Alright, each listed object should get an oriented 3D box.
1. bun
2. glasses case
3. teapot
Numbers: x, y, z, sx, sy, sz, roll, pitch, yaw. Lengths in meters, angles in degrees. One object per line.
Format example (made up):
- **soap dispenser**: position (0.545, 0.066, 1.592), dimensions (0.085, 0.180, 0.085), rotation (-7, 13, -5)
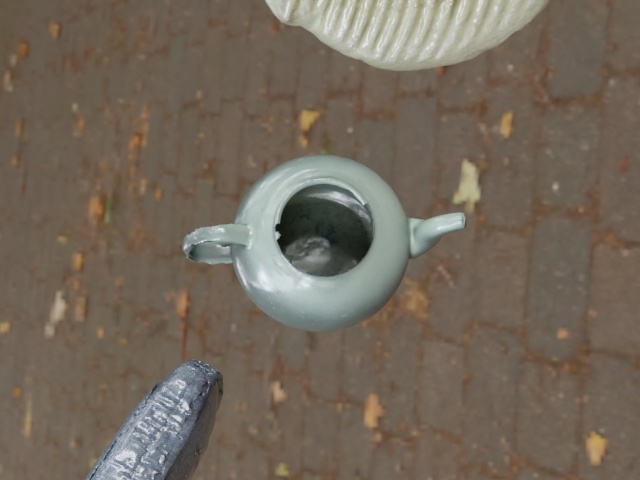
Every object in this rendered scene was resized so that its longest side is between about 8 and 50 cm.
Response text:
- **bun**: position (0.109, -0.372, 1.504), dimensions (0.365, 0.365, 0.219), rotation (123, 164, -45)
- **glasses case**: position (-0.153, 0.208, 0.937), dimensions (0.282, 0.067, 0.109), rotation (-56, -10, -31)
- **teapot**: position (0.000, 0.000, 1.370), dimensions (0.129, 0.294, 0.193), rotation (105, 162, -76)
